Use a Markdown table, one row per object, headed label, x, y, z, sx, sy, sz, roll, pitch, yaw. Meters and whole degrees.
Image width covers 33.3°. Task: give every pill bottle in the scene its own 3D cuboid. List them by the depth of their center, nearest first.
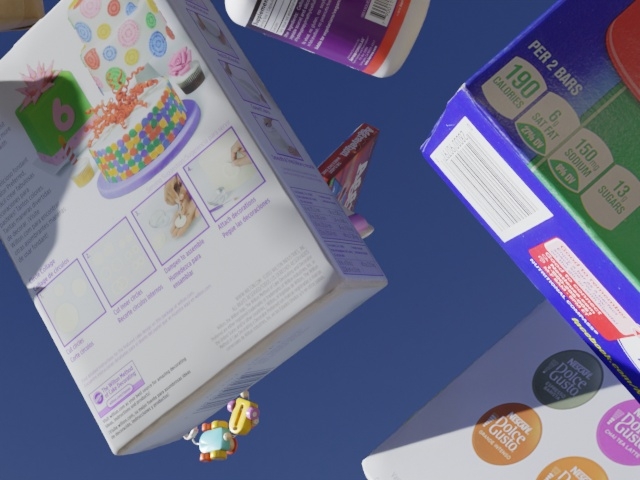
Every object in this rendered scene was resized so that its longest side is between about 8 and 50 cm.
| label | x | y | z | sx | sy | sz | roll | pitch | yaw |
| --- | --- | --- | --- | --- | --- | --- | --- | --- | --- |
| pill bottle | -0.012 | -0.370 | 1.550 | 0.323 | 0.181 | 0.181 | 19 | -60 | -10 |

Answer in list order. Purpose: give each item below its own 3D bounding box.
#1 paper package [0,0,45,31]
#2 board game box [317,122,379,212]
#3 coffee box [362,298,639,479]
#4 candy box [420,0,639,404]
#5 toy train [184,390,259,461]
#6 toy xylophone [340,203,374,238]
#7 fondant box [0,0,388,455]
| label | x | y | z | sx | sy | sz | roll | pitch | yaw |
| --- | --- | --- | --- | --- | --- | --- | --- | --- | --- |
| paper package | -0.484 | -0.373 | 1.183 | 0.168 | 0.309 | 0.325 | -23 | -72 | -56 |
| board game box | 0.000 | 0.000 | 1.343 | 0.145 | 0.027 | 0.281 | -50 | -18 | -50 |
| coffee box | 0.299 | 0.234 | 0.781 | 0.334 | 0.337 | 0.338 | -40 | -48 | -8 |
| candy box | 0.257 | -0.060 | 0.531 | 0.317 | 0.268 | 0.122 | -41 | -3 | -11 |
| toy train | -0.139 | 0.264 | 1.648 | 0.046 | 0.125 | 0.166 | 25 | -74 | -41 |
| toy xylophone | -0.088 | 0.078 | 1.188 | 0.236 | 0.081 | 0.322 | -28 | -19 | -40 |
| fondant box | -0.134 | -0.034 | 0.855 | 0.238 | 0.330 | 0.096 | -38 | -16 | 20 |
